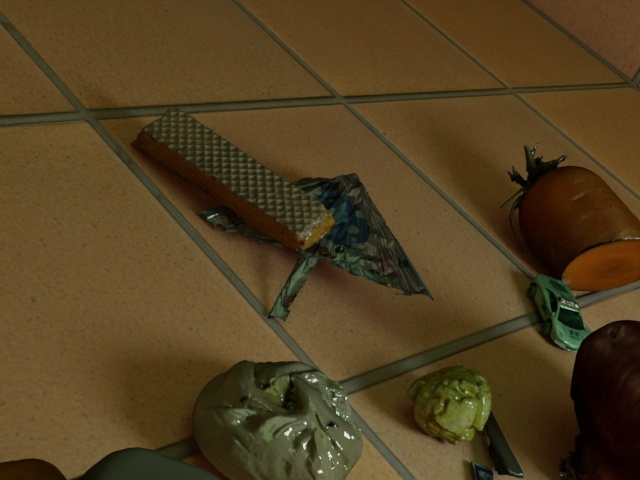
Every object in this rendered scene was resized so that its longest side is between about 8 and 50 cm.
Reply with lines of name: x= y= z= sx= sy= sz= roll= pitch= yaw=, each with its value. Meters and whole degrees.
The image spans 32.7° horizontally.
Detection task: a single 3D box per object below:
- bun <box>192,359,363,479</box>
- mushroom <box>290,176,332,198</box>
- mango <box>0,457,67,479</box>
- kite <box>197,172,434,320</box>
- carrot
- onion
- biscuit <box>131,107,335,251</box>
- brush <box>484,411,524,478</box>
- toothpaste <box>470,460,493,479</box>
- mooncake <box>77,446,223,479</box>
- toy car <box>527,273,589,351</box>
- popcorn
bun: x=-0.041 y=0.226 z=1.378 sx=0.210 sy=0.116 sz=0.237 roll=44 pitch=35 yaw=24
mushroom: x=-0.004 y=-0.059 z=1.875 sx=0.210 sy=0.072 sz=0.094 roll=0 pitch=49 yaw=-40
mango: x=-0.314 y=0.288 z=1.099 sx=0.115 sy=0.089 sz=0.165 roll=41 pitch=35 yaw=2
kite: x=0.000 y=0.000 z=1.743 sx=0.406 sy=0.014 sz=0.368 roll=20 pitch=46 yaw=9
carrot: x=0.487 y=-0.034 z=2.124 sx=0.193 sy=0.214 sz=0.331 roll=38 pitch=19 yaw=-49
onion: x=0.484 y=0.292 z=1.610 sx=0.347 sy=0.285 sz=0.347 roll=55 pitch=0 yaw=-1
biscuit: x=-0.145 y=-0.104 z=1.773 sx=0.378 sy=0.054 sz=0.094 roll=34 pitch=50 yaw=23
brush: x=0.253 y=0.290 z=1.617 sx=0.034 sy=0.027 sz=0.190 roll=20 pitch=24 yaw=-22
toothpaste: x=0.228 y=0.355 z=1.502 sx=0.037 sy=0.021 sz=0.140 roll=27 pitch=28 yaw=-13
mooncake: x=-0.153 y=0.341 z=1.058 sx=0.275 sy=0.135 sz=0.275 roll=34 pitch=31 yaw=-24
toy car: x=0.437 y=0.128 z=1.972 sx=0.093 sy=0.058 sz=0.186 roll=19 pitch=32 yaw=-19
popcorn: x=0.189 y=0.237 z=1.573 sx=0.120 sy=0.116 sz=0.106 roll=-34 pitch=110 yaw=-53
